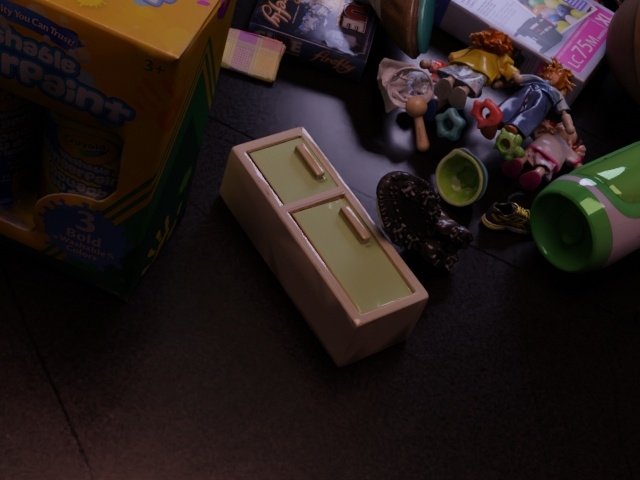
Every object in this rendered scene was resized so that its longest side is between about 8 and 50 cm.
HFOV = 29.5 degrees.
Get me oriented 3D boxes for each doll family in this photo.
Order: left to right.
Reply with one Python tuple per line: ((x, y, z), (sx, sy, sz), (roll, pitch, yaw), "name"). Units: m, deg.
((0.251, -0.195, 1.599), (0.263, 0.118, 0.163), (36, 50, 13), "doll family")

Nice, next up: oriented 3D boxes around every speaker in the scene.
((0.404, -0.058, 1.533), (0.296, 0.131, 0.131), (-23, 61, -31), "speaker")

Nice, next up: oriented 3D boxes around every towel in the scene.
((-0.091, -0.242, 1.589), (0.083, 0.009, 0.060), (15, 75, -5), "towel")

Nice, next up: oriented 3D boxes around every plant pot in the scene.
((0.479, -0.274, 1.713), (0.109, 0.237, 0.237), (4, 33, 44), "plant pot")

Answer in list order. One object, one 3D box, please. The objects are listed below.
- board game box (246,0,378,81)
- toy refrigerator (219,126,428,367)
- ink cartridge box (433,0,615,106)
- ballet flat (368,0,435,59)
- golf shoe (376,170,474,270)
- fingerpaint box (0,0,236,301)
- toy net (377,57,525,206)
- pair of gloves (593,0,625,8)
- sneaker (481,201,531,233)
((0.004, -0.336, 1.687), (0.165, 0.042, 0.243), (18, 49, -3), "board game box")
((0.000, 0.000, 1.376), (0.102, 0.094, 0.269), (-19, 59, -29), "toy refrigerator")
((0.275, -0.336, 1.765), (0.311, 0.065, 0.186), (32, 49, 12), "ink cartridge box")
((0.117, -0.388, 1.662), (0.124, 0.116, 0.342), (10, 61, 12), "ballet flat")
((0.098, -0.032, 1.401), (0.077, 0.198, 0.094), (-48, 53, -1), "golf shoe")
((-0.340, -0.180, 1.234), (0.444, 0.371, 0.163), (24, 49, 2), "fingerpaint box")
((0.148, -0.157, 1.534), (0.045, 0.122, 0.232), (-15, 59, -51), "toy net")
((0.433, -0.364, 1.845), (0.083, 0.010, 0.074), (-13, 49, 8), "pair of gloves")
((0.244, -0.030, 1.517), (0.083, 0.035, 0.031), (-1, 53, -18), "sneaker")
